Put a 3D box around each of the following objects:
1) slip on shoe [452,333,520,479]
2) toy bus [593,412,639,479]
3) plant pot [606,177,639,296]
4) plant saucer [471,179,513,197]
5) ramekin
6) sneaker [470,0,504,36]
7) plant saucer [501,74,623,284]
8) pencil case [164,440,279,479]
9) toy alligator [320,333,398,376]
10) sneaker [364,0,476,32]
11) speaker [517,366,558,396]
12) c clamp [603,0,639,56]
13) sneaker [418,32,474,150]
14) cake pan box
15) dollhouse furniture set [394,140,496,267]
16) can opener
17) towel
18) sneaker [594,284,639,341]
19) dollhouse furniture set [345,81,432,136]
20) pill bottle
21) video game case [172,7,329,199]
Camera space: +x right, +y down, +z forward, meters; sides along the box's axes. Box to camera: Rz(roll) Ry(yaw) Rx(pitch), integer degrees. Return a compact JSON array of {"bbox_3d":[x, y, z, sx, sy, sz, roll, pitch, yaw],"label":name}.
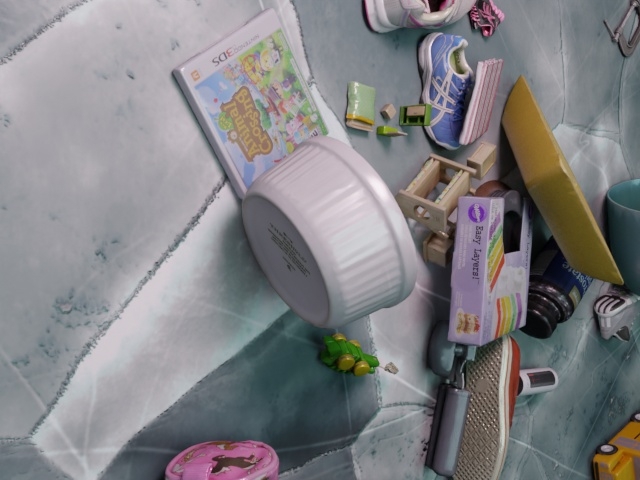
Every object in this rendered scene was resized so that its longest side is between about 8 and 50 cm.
[{"bbox_3d":[0.329,0.332,1.522,0.101,0.123,0.331,19,77,-46],"label":"slip on shoe"},{"bbox_3d":[0.818,0.528,1.971,0.333,0.130,0.108,-23,109,-39],"label":"toy bus"},{"bbox_3d":[0.812,0.005,1.820,0.293,0.293,0.235,-22,117,-39],"label":"plant pot"},{"bbox_3d":[0.355,-0.021,1.557,0.199,0.036,0.198,-5,98,-41],"label":"plant saucer"},{"bbox_3d":[0.000,0.000,1.094,0.127,0.273,0.272,-30,115,-22],"label":"ramekin"},{"bbox_3d":[0.296,-0.424,1.460,0.119,0.047,0.057,31,85,-38],"label":"sneaker"},{"bbox_3d":[0.453,-0.107,1.522,0.332,0.081,0.332,50,23,-33],"label":"plant saucer"},{"bbox_3d":[-0.129,0.471,1.092,0.160,0.167,0.385,-2,97,-11],"label":"pencil case"},{"bbox_3d":[0.056,0.204,1.303,0.051,0.056,0.190,-42,134,20],"label":"toy alligator"},{"bbox_3d":[0.196,-0.405,1.320,0.252,0.111,0.102,-27,112,-38],"label":"sneaker"},{"bbox_3d":[0.443,0.299,1.659,0.136,0.055,0.055,4,92,-42],"label":"speaker"},{"bbox_3d":[0.731,-0.512,1.855,0.160,0.022,0.137,-52,125,-25],"label":"c clamp"},{"bbox_3d":[0.225,-0.261,1.383,0.080,0.081,0.211,-26,113,-39],"label":"sneaker"},{"bbox_3d":[0.313,0.041,1.419,0.246,0.070,0.266,-4,99,-59],"label":"cake pan box"},{"bbox_3d":[0.227,-0.076,1.422,0.182,0.101,0.161,-48,148,-28],"label":"dollhouse furniture set"},{"bbox_3d":[0.226,0.291,1.466,0.095,0.076,0.283,12,86,-10],"label":"can opener"},{"bbox_3d":[0.285,-0.252,1.404,0.197,0.029,0.144,-34,136,-64],"label":"towel"},{"bbox_3d":[0.750,0.175,1.915,0.229,0.086,0.132,-21,113,-28],"label":"sneaker"},{"bbox_3d":[0.113,-0.214,1.301,0.152,0.059,0.076,6,90,-43],"label":"dollhouse furniture set"},{"bbox_3d":[0.485,0.094,1.629,0.219,0.123,0.122,-50,124,-27],"label":"pill bottle"},{"bbox_3d":[-0.092,-0.198,1.140,0.193,0.023,0.212,-43,121,-31],"label":"video game case"}]
